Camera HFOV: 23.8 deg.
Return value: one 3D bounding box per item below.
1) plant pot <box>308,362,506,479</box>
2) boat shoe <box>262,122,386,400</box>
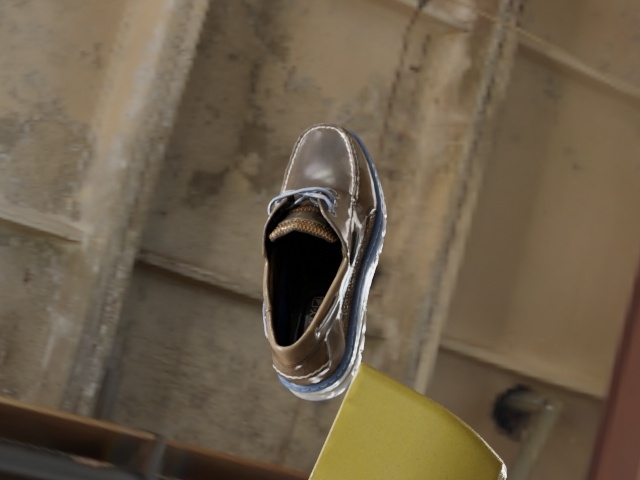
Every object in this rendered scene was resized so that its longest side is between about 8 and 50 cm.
[{"bbox_3d":[0.046,0.117,0.752,0.081,0.083,0.081,51,-118,-75],"label":"plant pot"},{"bbox_3d":[0.000,0.000,0.910,0.066,0.066,0.183,57,-151,-56],"label":"boat shoe"}]
